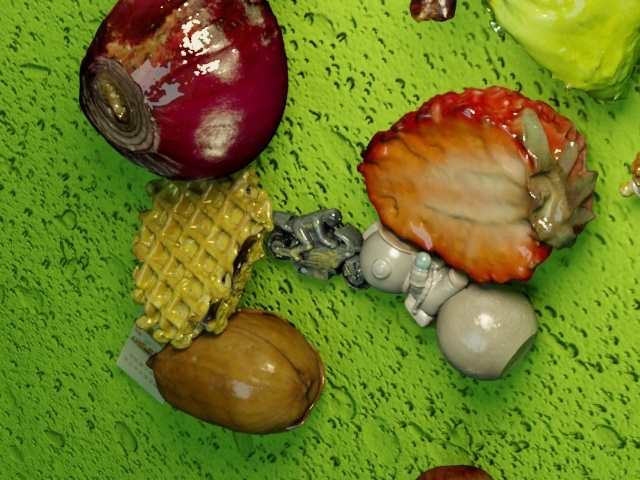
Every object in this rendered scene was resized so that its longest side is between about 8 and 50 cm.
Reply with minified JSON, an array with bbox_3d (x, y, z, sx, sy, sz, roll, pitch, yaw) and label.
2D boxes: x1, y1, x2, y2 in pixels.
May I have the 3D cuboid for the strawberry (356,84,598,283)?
[{"bbox_3d":[0.209,-0.090,1.585,0.336,0.149,0.265,6,124,44],"label":"strawberry"}]

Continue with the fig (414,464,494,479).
[{"bbox_3d":[0.222,0.459,1.835,0.160,0.143,0.231,-44,58,36],"label":"fig"}]

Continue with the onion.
[{"bbox_3d":[-0.174,-0.222,1.676,0.260,0.282,0.337,43,130,12],"label":"onion"}]

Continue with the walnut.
[{"bbox_3d":[-0.151,0.209,1.943,0.336,0.209,0.209,4,116,30],"label":"walnut"}]

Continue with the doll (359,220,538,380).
[{"bbox_3d":[0.170,0.076,1.695,0.287,0.151,0.151,38,130,18],"label":"doll"}]

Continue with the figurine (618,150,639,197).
[{"bbox_3d":[0.436,-0.058,1.489,0.101,0.068,0.143,-22,112,44],"label":"figurine"}]

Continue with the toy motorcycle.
[{"bbox_3d":[0.000,0.000,1.820,0.193,0.061,0.124,20,123,24],"label":"toy motorcycle"}]

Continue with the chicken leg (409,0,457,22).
[{"bbox_3d":[0.166,-0.458,1.400,0.095,0.158,0.407,8,103,-15],"label":"chicken leg"}]

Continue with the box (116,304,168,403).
[{"bbox_3d":[-0.288,0.187,2.138,0.122,0.032,0.220,40,131,12],"label":"box"}]

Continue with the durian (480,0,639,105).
[{"bbox_3d":[0.287,-0.341,1.351,0.255,0.204,0.340,39,134,28],"label":"durian"}]

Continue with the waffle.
[{"bbox_3d":[-0.195,0.016,1.878,0.307,0.060,0.312,-1,83,41],"label":"waffle"}]
